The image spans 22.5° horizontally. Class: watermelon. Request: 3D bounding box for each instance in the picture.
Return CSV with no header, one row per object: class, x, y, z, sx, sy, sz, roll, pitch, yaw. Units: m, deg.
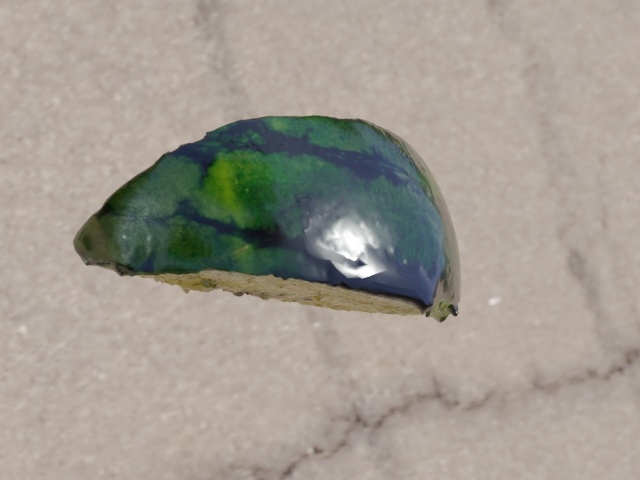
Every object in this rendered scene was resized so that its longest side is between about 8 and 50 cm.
watermelon,0.000,0.000,0.993,0.301,0.129,0.123,13,60,-48
